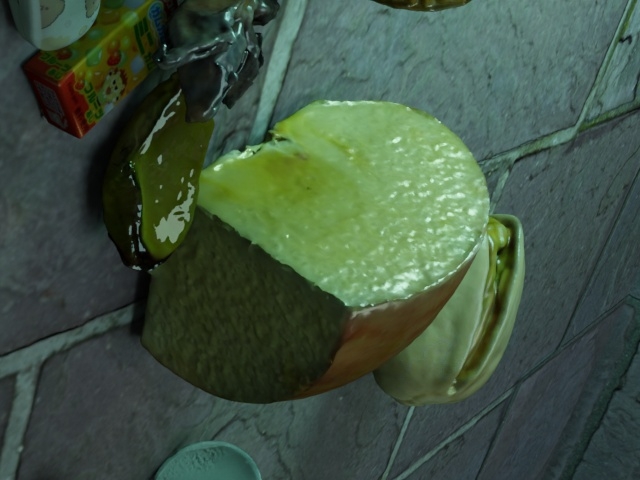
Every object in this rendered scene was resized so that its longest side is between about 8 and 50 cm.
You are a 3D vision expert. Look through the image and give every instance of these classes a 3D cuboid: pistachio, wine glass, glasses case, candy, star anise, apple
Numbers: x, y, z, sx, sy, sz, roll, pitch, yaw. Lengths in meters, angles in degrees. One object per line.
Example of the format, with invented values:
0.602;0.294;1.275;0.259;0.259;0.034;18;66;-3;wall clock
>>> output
-0.140;-0.060;0.938;0.090;0.049;0.172;-2;111;-53;pistachio
-0.109;0.332;1.318;0.165;0.165;0.196;-45;148;-27;wine glass
-0.173;-0.195;0.733;0.063;0.041;0.164;-40;150;-36;glasses case
0.171;0.091;1.566;0.187;0.188;0.299;9;104;-64;pistachio
-0.154;-0.136;0.839;0.122;0.038;0.062;-48;153;-23;candy
-0.064;-0.181;0.873;0.172;0.063;0.207;66;33;-69;star anise
0.000;0.000;1.101;0.309;0.314;0.252;-28;99;-47;apple

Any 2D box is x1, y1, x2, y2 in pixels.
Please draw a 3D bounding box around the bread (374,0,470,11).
0.090;-0.289;0.950;0.199;0.199;0.104;-49;153;-19;bread
